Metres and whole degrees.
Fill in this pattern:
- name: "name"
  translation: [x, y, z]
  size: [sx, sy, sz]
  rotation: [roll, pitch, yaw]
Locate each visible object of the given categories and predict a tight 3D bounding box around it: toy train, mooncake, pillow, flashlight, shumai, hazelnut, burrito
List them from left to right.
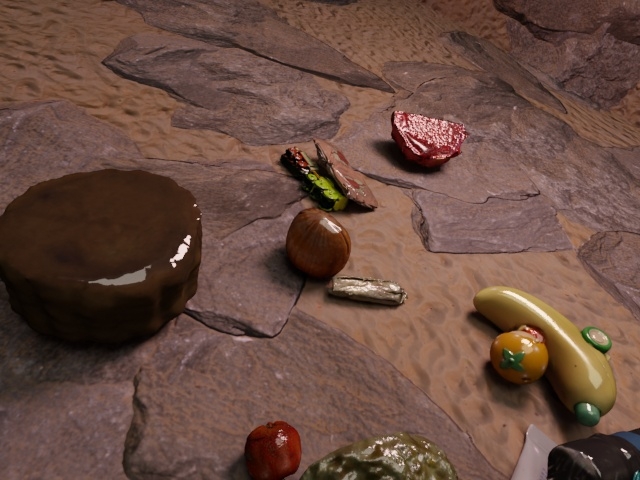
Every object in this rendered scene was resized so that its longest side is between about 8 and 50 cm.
- name: "mooncake"
  translation: [-0.369, 0.026, 0.770]
  size: [0.324, 0.187, 0.324]
  rotation: [9, 43, -8]
- name: "toy train"
  translation: [-0.022, -0.173, 1.196]
  size: [0.085, 0.053, 0.249]
  rotation: [-8, 48, -39]
- name: "hazelnut"
  translation: [0.000, 0.000, 0.959]
  size: [0.150, 0.150, 0.150]
  rotation: [10, 44, -10]
- name: "pillow"
  translation: [0.062, -0.185, 1.212]
  size: [0.135, 0.049, 0.248]
  rotation: [15, 37, -50]
- name: "burrito"
  translation: [0.108, 0.107, 0.961]
  size: [0.188, 0.045, 0.058]
  rotation: [9, 69, -14]
- name: "shumai"
  translation: [0.091, 0.390, 0.562]
  size: [0.256, 0.189, 0.218]
  rotation: [-6, 46, -18]
- name: "flashlight"
  translation: [0.563, 0.380, 0.777]
  size: [0.424, 0.103, 0.103]
  rotation: [5, 44, -31]

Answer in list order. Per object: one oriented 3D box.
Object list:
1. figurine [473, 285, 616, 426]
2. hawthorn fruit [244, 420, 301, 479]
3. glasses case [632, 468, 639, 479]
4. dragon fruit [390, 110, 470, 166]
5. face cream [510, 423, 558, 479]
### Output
- name: "figurine"
  translation: [0.448, 0.226, 0.912]
  size: [0.222, 0.124, 0.324]
  rotation: [-25, 55, -33]
- name: "hawthorn fruit"
  translation: [-0.069, 0.321, 0.656]
  size: [0.093, 0.093, 0.093]
  rotation: [10, 44, -10]
- name: "glasses case"
  translation: [0.599, 0.456, 0.680]
  size: [0.301, 0.070, 0.117]
  rotation: [32, 57, -16]
- name: "dragon fruit"
  translation: [0.340, -0.320, 1.414]
  size: [0.262, 0.162, 0.189]
  rotation: [5, 11, -10]
- name: "face cream"
  translation: [0.361, 0.475, 0.638]
  size: [0.235, 0.137, 0.420]
  rotation: [37, 37, 24]
